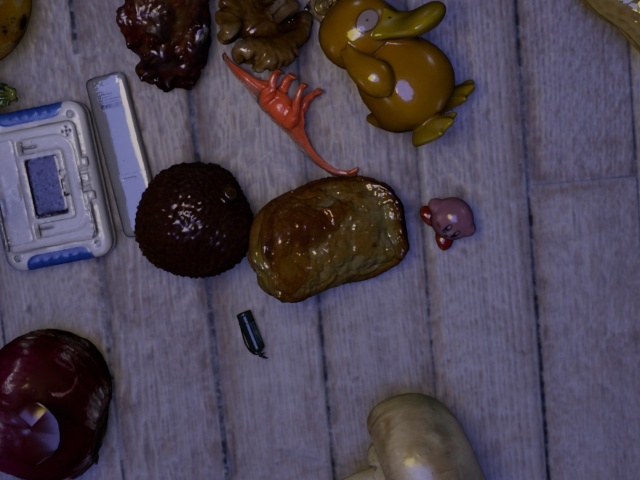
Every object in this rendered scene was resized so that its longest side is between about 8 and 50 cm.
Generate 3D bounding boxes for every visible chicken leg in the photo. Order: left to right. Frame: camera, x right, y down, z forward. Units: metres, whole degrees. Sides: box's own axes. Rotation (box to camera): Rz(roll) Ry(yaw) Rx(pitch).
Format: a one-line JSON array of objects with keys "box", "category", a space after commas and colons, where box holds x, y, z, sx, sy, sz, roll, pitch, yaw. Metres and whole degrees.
[{"box": [-0.254, -0.411, 1.612, 0.158, 0.096, 0.407, -24, 124, -11], "category": "chicken leg"}]

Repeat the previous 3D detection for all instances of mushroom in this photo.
[{"box": [0.131, 0.374, 1.663, 0.234, 0.254, 0.260, -23, 53, -3], "category": "mushroom"}]

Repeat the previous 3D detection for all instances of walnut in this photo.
[{"box": [-0.090, -0.321, 1.651, 0.143, 0.170, 0.069, 50, 140, -1], "category": "walnut"}]

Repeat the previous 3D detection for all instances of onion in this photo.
[{"box": [-0.434, 0.248, 1.684, 0.216, 0.206, 0.207, 19, 97, 0], "category": "onion"}]

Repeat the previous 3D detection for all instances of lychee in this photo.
[{"box": [-0.194, -0.029, 1.658, 0.194, 0.194, 0.194, 0, 96, 2], "category": "lychee"}]

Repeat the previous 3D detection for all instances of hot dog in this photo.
[{"box": [0.001, -0.001, 1.663, 0.259, 0.114, 0.175, -17, 110, -21], "category": "hot dog"}]

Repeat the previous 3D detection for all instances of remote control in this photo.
[{"box": [-0.312, -0.136, 1.730, 0.067, 0.029, 0.261, -13, 98, 3], "category": "remote control"}]

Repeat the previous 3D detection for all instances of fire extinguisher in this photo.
[{"box": [-0.112, 0.155, 1.753, 0.038, 0.025, 0.083, -19, 96, 42], "category": "fire extinguisher"}]

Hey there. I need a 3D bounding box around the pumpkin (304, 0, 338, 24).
[{"box": [0.024, -0.366, 1.687, 0.101, 0.035, 0.073, -45, 100, -3], "category": "pumpkin"}]

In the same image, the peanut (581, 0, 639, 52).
[{"box": [0.477, -0.381, 1.620, 0.305, 0.147, 0.147, 41, 96, 2], "category": "peanut"}]

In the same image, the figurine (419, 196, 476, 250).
[{"box": [0.203, -0.036, 1.696, 0.083, 0.071, 0.067, 45, 54, -10], "category": "figurine"}]

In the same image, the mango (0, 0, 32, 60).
[{"box": [-0.594, -0.341, 1.662, 0.316, 0.146, 0.192, -9, 88, 10], "category": "mango"}]

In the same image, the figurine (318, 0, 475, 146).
[{"box": [0.110, -0.264, 1.626, 0.215, 0.215, 0.228, -18, 119, 4], "category": "figurine"}]

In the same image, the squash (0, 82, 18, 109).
[{"box": [-0.591, -0.207, 1.698, 0.258, 0.069, 0.069, -16, 95, 16], "category": "squash"}]

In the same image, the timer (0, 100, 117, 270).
[{"box": [-0.433, -0.086, 1.714, 0.178, 0.078, 0.253, -12, 95, 3], "category": "timer"}]

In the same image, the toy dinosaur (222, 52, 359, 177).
[{"box": [-0.040, -0.204, 1.697, 0.279, 0.055, 0.101, 37, 114, -2], "category": "toy dinosaur"}]
